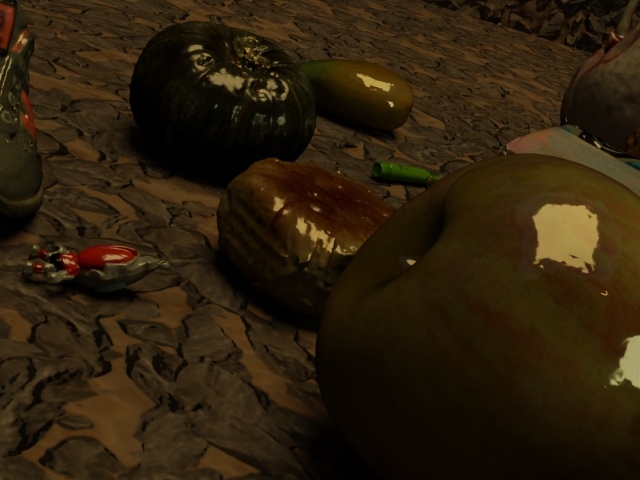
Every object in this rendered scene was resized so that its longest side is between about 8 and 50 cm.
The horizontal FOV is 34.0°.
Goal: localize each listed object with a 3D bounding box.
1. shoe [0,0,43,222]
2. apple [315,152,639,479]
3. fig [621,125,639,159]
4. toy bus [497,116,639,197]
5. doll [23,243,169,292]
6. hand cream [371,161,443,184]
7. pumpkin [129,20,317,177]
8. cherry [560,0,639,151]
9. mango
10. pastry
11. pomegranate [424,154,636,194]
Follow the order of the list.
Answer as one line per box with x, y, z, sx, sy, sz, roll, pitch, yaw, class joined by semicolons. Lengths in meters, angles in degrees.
-0.310;-0.142;0.956;0.132;0.171;0.336;9;23;-25;shoe
0.136;0.073;0.712;0.234;0.257;0.257;41;16;-17;apple
0.526;-0.027;1.312;0.286;0.286;0.368;14;39;-11;fig
0.340;0.027;1.117;0.162;0.171;0.386;-16;39;-40;toy bus
-0.181;0.023;0.849;0.114;0.039;0.057;4;-5;-11;doll
0.120;-0.086;1.381;0.122;0.023;0.036;7;21;-38;hand cream
-0.110;-0.166;1.201;0.224;0.157;0.223;19;31;-12;pumpkin
0.533;-0.193;1.597;0.335;0.291;0.326;44;-8;23;cherry
0.046;-0.224;1.573;0.195;0.092;0.130;12;23;8;mango
0.000;0.000;0.976;0.182;0.093;0.192;0;32;-42;pastry
0.185;0.020;0.921;0.235;0.210;0.210;28;13;-34;pomegranate
